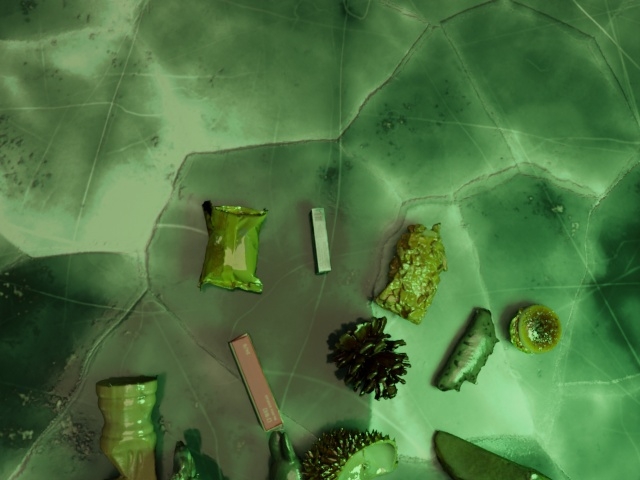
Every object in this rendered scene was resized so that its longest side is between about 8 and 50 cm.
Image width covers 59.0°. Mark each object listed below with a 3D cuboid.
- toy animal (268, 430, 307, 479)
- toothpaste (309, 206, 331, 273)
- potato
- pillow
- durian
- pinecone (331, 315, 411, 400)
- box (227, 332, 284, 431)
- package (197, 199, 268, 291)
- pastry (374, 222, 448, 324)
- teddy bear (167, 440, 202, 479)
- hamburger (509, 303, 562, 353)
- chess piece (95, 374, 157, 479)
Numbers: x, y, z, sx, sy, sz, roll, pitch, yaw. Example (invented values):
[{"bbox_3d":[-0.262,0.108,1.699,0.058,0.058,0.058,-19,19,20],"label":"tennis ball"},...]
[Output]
[{"bbox_3d":[-0.070,0.559,1.285,0.127,0.125,0.251,2,80,5],"label":"toy animal"},{"bbox_3d":[0.000,0.000,1.420,0.034,0.046,0.164,-6,82,-10],"label":"toothpaste"},{"bbox_3d":[0.408,0.545,1.279,0.270,0.255,0.112,22,78,-3],"label":"potato"},{"bbox_3d":[0.382,0.286,1.419,0.093,0.051,0.241,34,77,-1],"label":"pillow"},{"bbox_3d":[0.080,0.501,1.300,0.252,0.144,0.139,-9,83,-41],"label":"durian"},{"bbox_3d":[0.126,0.283,1.341,0.179,0.150,0.195,-24,88,-16],"label":"pinecone"},{"bbox_3d":[-0.152,0.332,1.314,0.050,0.123,0.229,-21,84,-14],"label":"box"},{"bbox_3d":[-0.215,0.017,1.371,0.169,0.090,0.226,5,78,-3],"label":"package"},{"bbox_3d":[0.243,0.076,1.408,0.154,0.102,0.249,26,79,-3],"label":"pastry"},{"bbox_3d":[-0.206,0.657,1.165,0.376,0.327,0.362,17,59,11],"label":"teddy bear"},{"bbox_3d":[0.541,0.224,1.431,0.141,0.081,0.126,7,81,-7],"label":"hamburger"},{"bbox_3d":[-0.428,0.459,1.270,0.137,0.137,0.300,-4,87,-7],"label":"chess piece"}]
